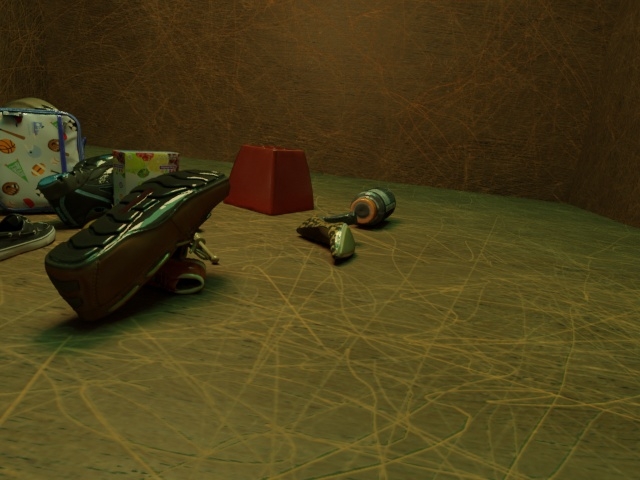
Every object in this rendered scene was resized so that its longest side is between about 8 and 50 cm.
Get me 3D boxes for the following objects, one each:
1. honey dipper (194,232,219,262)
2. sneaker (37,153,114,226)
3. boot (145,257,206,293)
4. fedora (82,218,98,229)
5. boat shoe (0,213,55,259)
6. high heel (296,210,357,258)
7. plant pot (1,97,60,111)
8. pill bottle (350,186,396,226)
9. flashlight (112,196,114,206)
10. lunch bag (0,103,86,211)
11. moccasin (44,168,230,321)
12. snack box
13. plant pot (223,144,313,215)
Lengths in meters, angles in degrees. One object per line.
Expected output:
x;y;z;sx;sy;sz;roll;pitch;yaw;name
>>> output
-0.277;0.021;0.987;0.031;0.030;0.161;-3;22;-32;honey dipper
-0.641;-0.159;1.179;0.125;0.139;0.340;-4;27;18;sneaker
-0.292;0.064;0.762;0.158;0.059;0.084;2;20;-19;boot
-0.405;0.005;0.888;0.195;0.079;0.194;11;11;-2;fedora
-0.654;-0.018;0.875;0.080;0.075;0.228;7;15;4;boat shoe
0.000;0.000;1.137;0.187;0.093;0.261;-13;23;17;high heel
-1.062;-0.304;1.431;0.324;0.322;0.280;10;32;13;plant pot
0.189;-0.124;1.517;0.131;0.130;0.246;12;16;21;pill bottle
-0.506;-0.135;1.350;0.103;0.103;0.304;-38;-13;38;flashlight
-0.805;-0.234;1.184;0.243;0.302;0.115;-5;10;-35;lunch bag
-0.281;-0.012;0.730;0.139;0.146;0.380;6;37;16;moccasin
-0.499;-0.154;1.191;0.070;0.206;0.175;16;19;33;snack box
-0.194;-0.250;1.627;0.268;0.235;0.267;17;18;32;plant pot
